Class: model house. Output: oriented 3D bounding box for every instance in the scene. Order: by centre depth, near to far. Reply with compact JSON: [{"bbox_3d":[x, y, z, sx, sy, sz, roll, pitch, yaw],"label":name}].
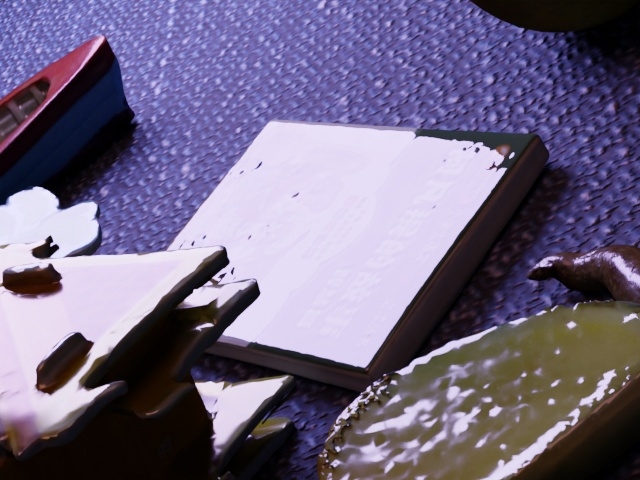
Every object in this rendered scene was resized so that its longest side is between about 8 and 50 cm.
[{"bbox_3d":[-0.179,0.112,0.894,0.313,0.242,0.357,-23,30,-10],"label":"model house"}]

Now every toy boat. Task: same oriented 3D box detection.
[{"bbox_3d":[-0.324,-0.038,1.284,0.392,0.079,0.136,-34,31,6],"label":"toy boat"}]

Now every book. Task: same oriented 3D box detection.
[{"bbox_3d":[0.000,0.000,0.985,0.264,0.027,0.202,9,53,48],"label":"book"}]

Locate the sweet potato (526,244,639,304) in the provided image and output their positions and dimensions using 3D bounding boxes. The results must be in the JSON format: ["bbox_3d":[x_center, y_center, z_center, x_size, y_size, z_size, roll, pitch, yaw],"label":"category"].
[{"bbox_3d":[0.168,0.026,0.789,0.041,0.038,0.153,-35,30,-15],"label":"sweet potato"}]

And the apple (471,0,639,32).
[{"bbox_3d":[0.157,-0.233,0.992,0.196,0.196,0.157,-40,3,-5],"label":"apple"}]

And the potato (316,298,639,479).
[{"bbox_3d":[0.096,0.096,0.755,0.198,0.054,0.119,-30,32,5],"label":"potato"}]
